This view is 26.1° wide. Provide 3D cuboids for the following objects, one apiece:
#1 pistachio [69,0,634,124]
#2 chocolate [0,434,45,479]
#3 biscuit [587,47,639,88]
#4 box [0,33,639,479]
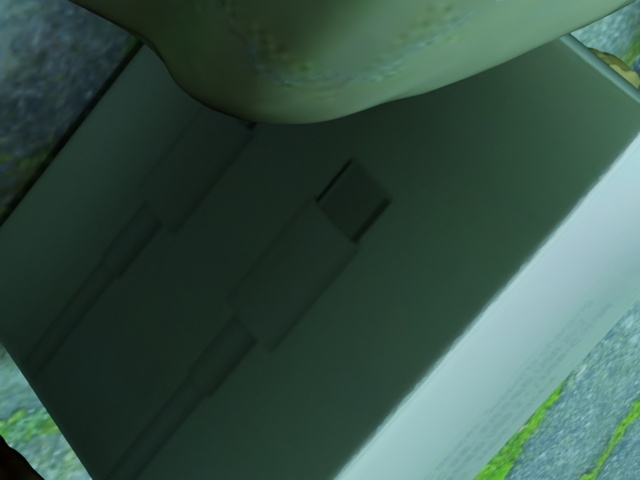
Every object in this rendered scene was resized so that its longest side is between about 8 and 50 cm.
[{"bbox_3d":[0.052,-0.171,0.397,0.332,0.208,0.226,-34,153,-10],"label":"pistachio"},{"bbox_3d":[-0.205,0.142,0.429,0.288,0.301,0.137,-3,118,-45],"label":"chocolate"},{"bbox_3d":[0.087,-0.020,0.790,0.236,0.040,0.144,-32,142,-20],"label":"biscuit"},{"bbox_3d":[0.000,0.000,0.553,0.252,0.203,0.106,-49,146,12],"label":"box"}]
